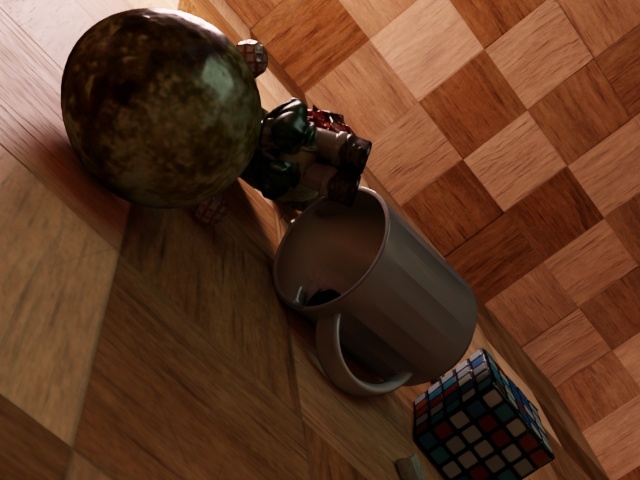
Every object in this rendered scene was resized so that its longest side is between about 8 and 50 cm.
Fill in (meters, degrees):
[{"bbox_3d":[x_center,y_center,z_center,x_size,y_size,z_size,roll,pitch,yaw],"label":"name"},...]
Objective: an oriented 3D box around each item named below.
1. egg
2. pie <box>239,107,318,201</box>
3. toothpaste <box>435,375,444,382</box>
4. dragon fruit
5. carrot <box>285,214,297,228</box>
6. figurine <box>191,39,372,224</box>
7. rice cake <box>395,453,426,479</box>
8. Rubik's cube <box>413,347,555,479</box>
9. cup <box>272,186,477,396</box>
[{"bbox_3d":[-0.204,-0.172,1.018,0.289,0.238,0.238,47,8,30],"label":"egg"},{"bbox_3d":[-0.131,-0.185,1.439,0.323,0.070,0.323,39,-15,13],"label":"pie"},{"bbox_3d":[0.212,0.190,1.938,0.392,0.061,0.099,63,2,33],"label":"toothpaste"},{"bbox_3d":[-0.033,-0.155,1.745,0.234,0.233,0.293,49,49,-17],"label":"dragon fruit"},{"bbox_3d":[0.000,0.000,1.693,0.298,0.078,0.078,28,27,-56],"label":"carrot"},{"bbox_3d":[-0.112,-0.155,1.223,0.369,0.282,0.167,17,16,0],"label":"figurine"},{"bbox_3d":[0.154,0.390,1.220,0.029,0.033,0.171,44,15,-39],"label":"rice cake"},{"bbox_3d":[0.293,0.344,1.509,0.184,0.187,0.182,48,13,-7],"label":"Rubik's cube"},{"bbox_3d":[0.101,0.125,1.388,0.327,0.236,0.323,43,45,-39],"label":"cup"}]
